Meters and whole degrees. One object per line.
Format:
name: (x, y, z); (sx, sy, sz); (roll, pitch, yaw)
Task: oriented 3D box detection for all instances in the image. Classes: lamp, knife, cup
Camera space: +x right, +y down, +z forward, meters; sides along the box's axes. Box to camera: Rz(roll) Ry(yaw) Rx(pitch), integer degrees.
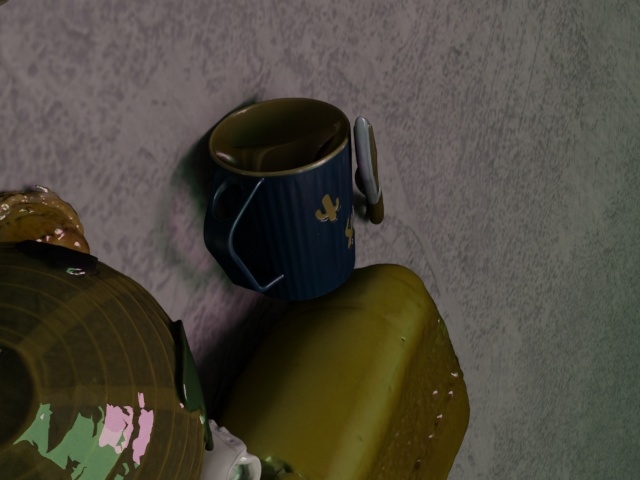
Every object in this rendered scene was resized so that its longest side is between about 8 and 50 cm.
lamp: (-0.196, 0.117, 0.717); (0.284, 0.250, 0.250); (99, 10, -74)
knife: (0.047, -0.069, 1.169); (0.343, 0.027, 0.061); (60, 29, -81)
cup: (-0.039, -0.024, 1.068); (0.176, 0.131, 0.155); (-45, 139, -37)

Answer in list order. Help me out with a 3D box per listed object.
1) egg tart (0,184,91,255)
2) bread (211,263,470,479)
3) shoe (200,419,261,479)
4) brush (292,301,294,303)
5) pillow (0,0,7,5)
egg tart: (-0.214, 0.024, 0.868); (0.128, 0.049, 0.129); (-24, 120, -52)
bread: (0.004, 0.198, 1.106); (0.376, 0.208, 0.251); (-55, 137, -44)
shoe: (-0.103, 0.181, 0.907); (0.265, 0.110, 0.095); (-110, -171, -53)
brush: (0.000, 0.000, 1.235); (0.063, 0.016, 0.194); (-2, 101, -59)
pillow: (-0.262, -0.192, 0.723); (0.217, 0.033, 0.130); (-47, 135, -56)
